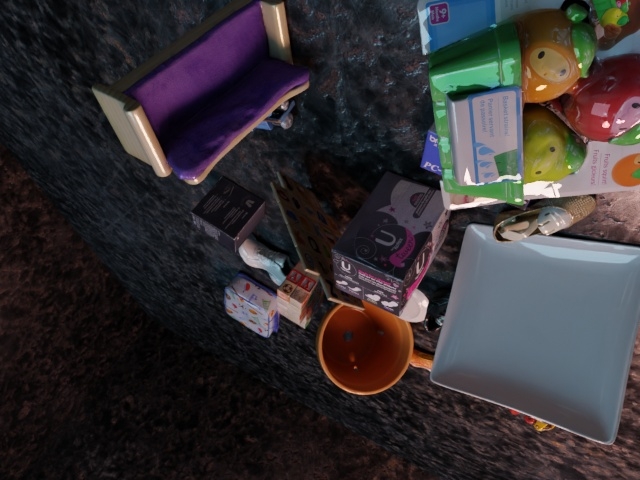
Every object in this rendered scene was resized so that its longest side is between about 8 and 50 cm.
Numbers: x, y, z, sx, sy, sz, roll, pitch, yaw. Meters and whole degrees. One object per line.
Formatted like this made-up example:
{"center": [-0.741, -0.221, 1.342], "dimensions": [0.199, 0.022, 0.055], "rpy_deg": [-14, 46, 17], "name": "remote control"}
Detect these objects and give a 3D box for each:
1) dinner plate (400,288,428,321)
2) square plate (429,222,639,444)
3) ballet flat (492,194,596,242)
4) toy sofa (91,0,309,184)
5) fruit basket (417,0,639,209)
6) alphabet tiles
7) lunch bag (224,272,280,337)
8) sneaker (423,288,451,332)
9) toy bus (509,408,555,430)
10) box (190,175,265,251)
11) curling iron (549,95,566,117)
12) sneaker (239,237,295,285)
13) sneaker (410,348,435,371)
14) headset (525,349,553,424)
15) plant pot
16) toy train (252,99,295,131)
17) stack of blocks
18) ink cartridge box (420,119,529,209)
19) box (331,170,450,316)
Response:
{"center": [0.242, 0.181, 1.484], "dimensions": [0.141, 0.017, 0.141], "rpy_deg": [18, 131, 22], "name": "dinner plate"}
{"center": [0.410, 0.156, 1.005], "dimensions": [0.347, 0.343, 0.049], "rpy_deg": [12, 174, 39], "name": "square plate"}
{"center": [0.399, -0.033, 0.957], "dimensions": [0.073, 0.067, 0.206], "rpy_deg": [43, 151, -11], "name": "ballet flat"}
{"center": [-0.187, -0.279, 0.924], "dimensions": [0.177, 0.362, 0.150], "rpy_deg": [30, 152, 26], "name": "toy sofa"}
{"center": [0.319, -0.177, 0.672], "dimensions": [0.353, 0.165, 0.327], "rpy_deg": [0, 131, 21], "name": "fruit basket"}
{"center": [0.000, 0.000, 1.216], "dimensions": [0.285, 0.011, 0.342], "rpy_deg": [25, -143, -57], "name": "alphabet tiles"}
{"center": [-0.268, 0.272, 2.140], "dimensions": [0.243, 0.115, 0.303], "rpy_deg": [28, 151, 11], "name": "lunch bag"}
{"center": [0.343, 0.164, 1.288], "dimensions": [0.101, 0.106, 0.267], "rpy_deg": [38, 151, -2], "name": "sneaker"}
{"center": [0.570, 0.406, 1.405], "dimensions": [0.202, 0.191, 0.104], "rpy_deg": [38, 109, -5], "name": "toy bus"}
{"center": [-0.271, -0.077, 1.549], "dimensions": [0.158, 0.156, 0.093], "rpy_deg": [31, 153, 9], "name": "box"}
{"center": [0.364, -0.207, 0.761], "dimensions": [0.274, 0.035, 0.068], "rpy_deg": [43, 152, -13], "name": "curling iron"}
{"center": [-0.161, 0.059, 1.731], "dimensions": [0.232, 0.090, 0.115], "rpy_deg": [35, 147, -18], "name": "sneaker"}
{"center": [0.351, 0.387, 1.690], "dimensions": [0.175, 0.064, 0.067], "rpy_deg": [25, 131, 11], "name": "sneaker"}
{"center": [0.544, 0.306, 1.143], "dimensions": [0.185, 0.243, 0.394], "rpy_deg": [43, -178, 39], "name": "headset"}
{"center": [0.110, 0.306, 1.614], "dimensions": [0.291, 0.291, 0.203], "rpy_deg": [41, 168, -9], "name": "plant pot"}
{"center": [-0.138, -0.292, 1.157], "dimensions": [0.184, 0.080, 0.105], "rpy_deg": [15, 155, 30], "name": "toy train"}
{"center": [-0.057, 0.178, 1.689], "dimensions": [0.087, 0.171, 0.297], "rpy_deg": [30, 152, 12], "name": "stack of blocks"}
{"center": [0.288, -0.138, 0.942], "dimensions": [0.207, 0.046, 0.097], "rpy_deg": [26, 150, 18], "name": "ink cartridge box"}
{"center": [0.153, 0.002, 1.093], "dimensions": [0.163, 0.247, 0.142], "rpy_deg": [23, 149, 22], "name": "box"}
